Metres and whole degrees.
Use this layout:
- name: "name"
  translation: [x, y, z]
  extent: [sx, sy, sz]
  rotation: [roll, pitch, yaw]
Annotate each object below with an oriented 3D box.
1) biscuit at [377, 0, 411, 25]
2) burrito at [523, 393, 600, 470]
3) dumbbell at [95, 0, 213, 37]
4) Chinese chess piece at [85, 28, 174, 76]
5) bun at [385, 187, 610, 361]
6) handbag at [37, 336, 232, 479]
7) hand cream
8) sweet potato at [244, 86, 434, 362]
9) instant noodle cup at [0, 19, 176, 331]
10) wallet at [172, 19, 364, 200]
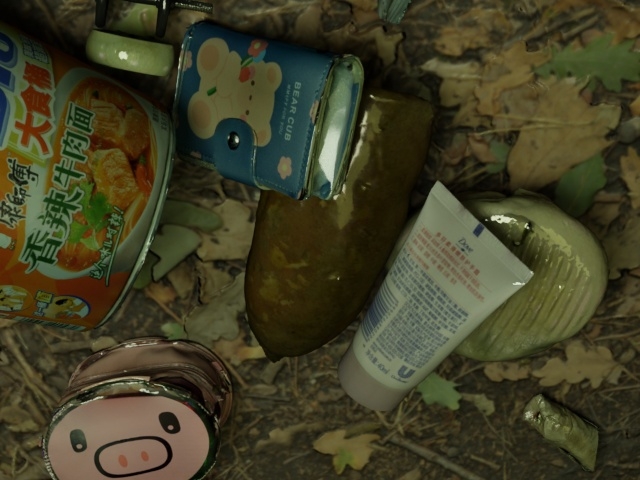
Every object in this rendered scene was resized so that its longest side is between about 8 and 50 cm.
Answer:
- name: "biscuit"
  translation: [-0.009, -0.336, 0.910]
  extent: [0.309, 0.079, 0.186]
  rotation: [25, 115, -18]
- name: "burrito"
  translation: [0.311, 0.241, 1.289]
  extent: [0.055, 0.041, 0.149]
  rotation: [-37, 121, 27]
- name: "dumbbell"
  translation: [-0.173, -0.227, 0.951]
  extent: [0.147, 0.069, 0.069]
  rotation: [6, 117, -12]
- name: "Chinese chess piece"
  translation: [-0.180, -0.178, 0.969]
  extent: [0.084, 0.084, 0.034]
  rotation: [9, 101, -12]
- name: "bun"
  translation: [0.188, 0.029, 1.114]
  extent: [0.237, 0.116, 0.210]
  rotation: [13, 126, 12]
- name: "handbag"
  translation: [-0.201, 0.204, 1.157]
  extent: [0.205, 0.116, 0.179]
  rotation: [-10, 118, -1]
- name: "hand cream"
  translation: [0.104, 0.067, 1.053]
  extent: [0.133, 0.083, 0.248]
  rotation: [47, 127, 18]
- name: "sweet potato"
  translation: [0.000, 0.000, 1.055]
  extent: [0.158, 0.158, 0.370]
  rotation: [10, 116, -13]
- name: "instant noodle cup"
  translation: [-0.274, -0.052, 0.928]
  extent: [0.214, 0.296, 0.296]
  rotation: [19, 115, -26]
- name: "wallet"
  translation: [-0.056, -0.120, 0.949]
  extent: [0.059, 0.202, 0.141]
  rotation: [-2, 108, -48]
